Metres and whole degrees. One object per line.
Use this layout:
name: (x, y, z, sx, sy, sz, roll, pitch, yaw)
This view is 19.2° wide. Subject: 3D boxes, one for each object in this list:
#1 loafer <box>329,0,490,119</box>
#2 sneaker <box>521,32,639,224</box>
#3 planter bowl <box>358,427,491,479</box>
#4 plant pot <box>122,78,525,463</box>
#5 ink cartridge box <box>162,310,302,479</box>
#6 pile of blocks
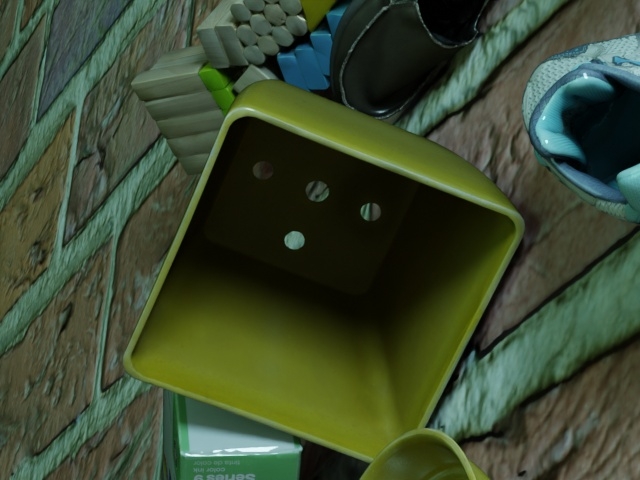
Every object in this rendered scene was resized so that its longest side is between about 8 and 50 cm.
loafer: (0.074, -0.167, 1.415, 0.220, 0.080, 0.078, -57, 27, 36)
sneaker: (0.169, -0.071, 1.066, 0.110, 0.122, 0.283, -70, 22, 8)
planter bowl: (0.080, 0.226, 1.124, 0.217, 0.090, 0.217, -47, 35, 49)
plant pot: (0.000, 0.000, 1.345, 0.187, 0.212, 0.212, -90, 23, -66)
ink cartridge box: (-0.070, 0.182, 1.428, 0.154, 0.093, 0.212, -101, 11, -50)
pile of blocks: (-0.020, -0.183, 1.637, 0.362, 0.149, 0.112, -39, 11, 49)
